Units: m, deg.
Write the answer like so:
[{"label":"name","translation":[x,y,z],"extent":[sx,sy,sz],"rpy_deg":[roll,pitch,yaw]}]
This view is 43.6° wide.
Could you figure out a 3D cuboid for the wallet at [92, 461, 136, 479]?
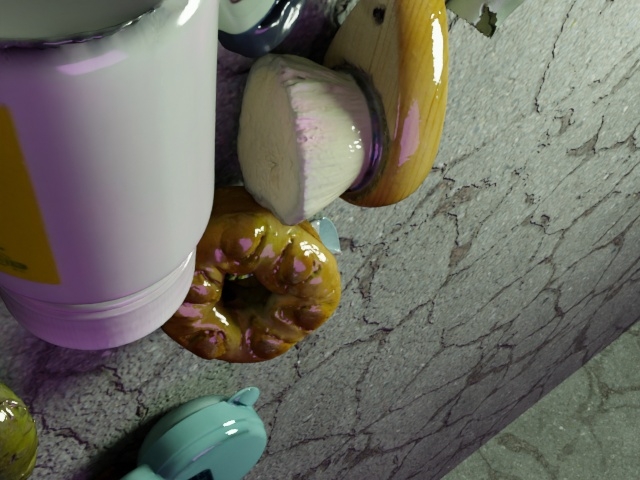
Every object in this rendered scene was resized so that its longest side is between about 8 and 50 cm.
[{"label":"wallet","translation":[-0.381,0.448,1.279],"extent":[0.255,0.031,0.137],"rpy_deg":[-42,151,2]}]

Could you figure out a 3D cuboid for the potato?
[{"label":"potato","translation":[-0.396,0.251,0.910],"extent":[0.149,0.113,0.251],"rpy_deg":[-18,142,-41]}]

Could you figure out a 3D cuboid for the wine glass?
[{"label":"wine glass","translation":[0.225,-0.327,0.907],"extent":[0.079,0.079,0.195],"rpy_deg":[7,124,-54]}]

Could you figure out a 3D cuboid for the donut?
[{"label":"donut","translation":[-0.092,0.044,0.934],"extent":[0.226,0.114,0.226],"rpy_deg":[-8,130,-10]}]

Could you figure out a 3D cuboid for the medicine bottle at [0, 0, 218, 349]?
[{"label":"medicine bottle","translation":[-0.184,-0.080,0.597],"extent":[0.213,0.213,0.379],"rpy_deg":[-28,155,-23]}]

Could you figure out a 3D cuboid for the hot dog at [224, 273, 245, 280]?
[{"label":"hot dog","translation":[-0.125,0.052,1.038],"extent":[0.133,0.041,0.056],"rpy_deg":[-50,150,15]}]

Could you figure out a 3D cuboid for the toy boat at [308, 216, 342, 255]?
[{"label":"toy boat","translation":[0.000,0.000,1.140],"extent":[0.122,0.034,0.096],"rpy_deg":[-10,139,-56]}]

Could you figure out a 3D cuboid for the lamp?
[{"label":"lamp","translation":[-0.203,0.344,1.223],"extent":[0.284,0.147,0.209],"rpy_deg":[-48,154,-29]}]

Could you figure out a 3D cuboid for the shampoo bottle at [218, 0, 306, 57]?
[{"label":"shampoo bottle","translation":[-0.090,-0.289,0.578],"extent":[0.134,0.078,0.359],"rpy_deg":[-62,154,-15]}]

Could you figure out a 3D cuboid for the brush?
[{"label":"brush","translation":[0.024,-0.152,0.829],"extent":[0.166,0.174,0.267],"rpy_deg":[-7,129,-32]}]
